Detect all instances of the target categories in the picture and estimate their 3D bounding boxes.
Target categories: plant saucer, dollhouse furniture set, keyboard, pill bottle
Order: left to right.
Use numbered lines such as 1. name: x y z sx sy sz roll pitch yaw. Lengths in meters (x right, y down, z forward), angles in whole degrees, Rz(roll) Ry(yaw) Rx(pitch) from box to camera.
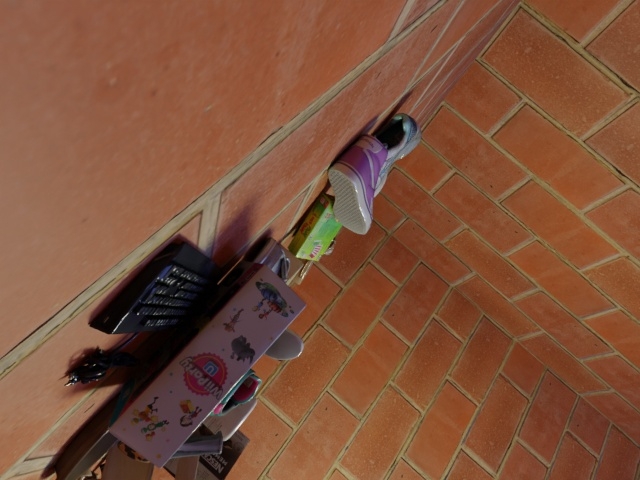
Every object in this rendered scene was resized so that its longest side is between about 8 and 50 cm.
1. plant saucer: -0.410 0.362 0.894 0.278 0.041 0.278 -48 177 -3
2. dollhouse furniture set: -0.451 0.593 1.166 0.355 0.304 0.173 113 -15 -61
3. keyboard: -0.211 0.102 0.587 0.201 0.033 0.317 -48 176 -10
4. pill bottle: -0.289 0.393 1.163 0.131 0.229 0.131 -49 177 -4

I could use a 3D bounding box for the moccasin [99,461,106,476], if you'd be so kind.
1. moccasin: -0.579 0.649 1.395 0.342 0.117 0.138 -45 165 6

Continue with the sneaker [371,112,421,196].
1. sneaker: 0.140 -0.219 1.171 0.283 0.110 0.122 -52 159 9

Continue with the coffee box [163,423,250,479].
1. coffee box: -0.367 0.540 1.242 0.118 0.297 0.168 -51 176 23

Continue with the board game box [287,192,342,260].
1. board game box: -0.001 -0.033 1.177 0.092 0.043 0.181 11 120 -46

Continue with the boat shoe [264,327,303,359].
1. boat shoe: -0.157 0.238 1.181 0.084 0.258 0.095 -29 131 -67

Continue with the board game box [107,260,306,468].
1. board game box: -0.184 0.174 0.733 0.303 0.097 0.224 -49 -167 -14

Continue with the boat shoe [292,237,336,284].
1. boat shoe: 0.000 0.000 1.517 0.341 0.110 0.122 -50 177 14

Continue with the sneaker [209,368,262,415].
1. sneaker: -0.214 0.283 1.028 0.295 0.179 0.123 -67 -177 -60

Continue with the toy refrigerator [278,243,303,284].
1. toy refrigerator: -0.151 0.135 1.220 0.102 0.094 0.269 -46 177 -44

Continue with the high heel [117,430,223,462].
1. high heel: -0.275 0.280 0.848 0.093 0.186 0.261 159 -67 -69

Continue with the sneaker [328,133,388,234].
1. sneaker: 0.107 -0.131 1.058 0.161 0.102 0.282 -54 161 -20

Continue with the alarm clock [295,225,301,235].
1. alarm clock: -0.017 -0.033 1.314 0.129 0.064 0.192 -50 174 14

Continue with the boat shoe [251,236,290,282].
1. boat shoe: -0.112 0.104 1.001 0.118 0.103 0.320 -59 173 -35
